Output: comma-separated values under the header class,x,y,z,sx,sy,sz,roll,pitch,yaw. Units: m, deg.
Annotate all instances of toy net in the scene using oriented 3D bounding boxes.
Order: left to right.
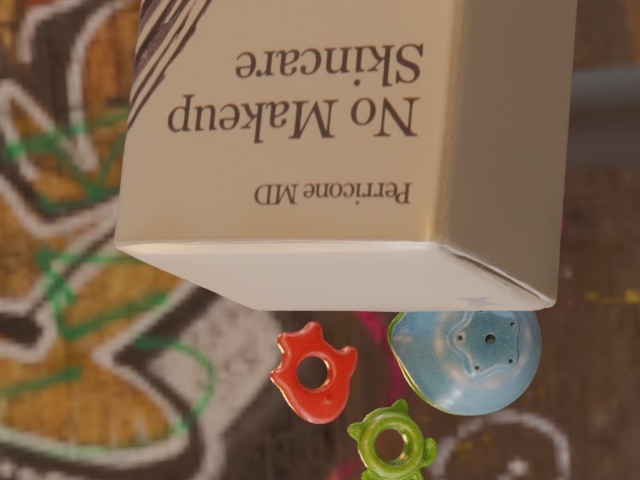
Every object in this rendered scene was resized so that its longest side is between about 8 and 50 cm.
class,x,y,z,sx,sy,sz,roll,pitch,yaw
toy net,0.000,0.000,0.868,0.232,0.122,0.045,51,168,-3

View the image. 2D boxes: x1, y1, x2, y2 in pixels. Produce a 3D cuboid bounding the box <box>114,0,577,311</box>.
class,x,y,z,sx,sy,sz,roll,pitch,yaw
box,0.018,-0.119,0.589,0.094,0.113,0.275,28,-116,-60
